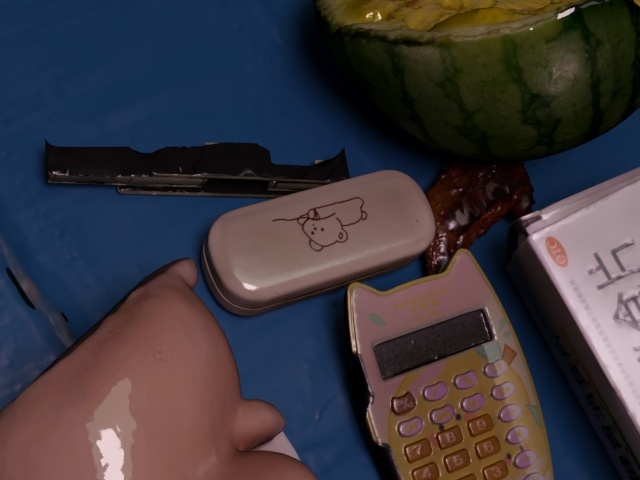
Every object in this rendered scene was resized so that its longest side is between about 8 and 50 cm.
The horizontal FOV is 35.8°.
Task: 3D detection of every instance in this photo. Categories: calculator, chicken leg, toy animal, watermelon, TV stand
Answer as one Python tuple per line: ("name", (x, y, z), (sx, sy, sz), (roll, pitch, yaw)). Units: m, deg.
("calculator", (0.103, 0.133, 0.797), (0.157, 0.033, 0.236), (-15, 83, -26))
("chicken leg", (0.131, -0.019, 0.888), (0.089, 0.048, 0.219), (43, 57, -1))
("toy animal", (-0.099, 0.166, 0.625), (0.256, 0.195, 0.213), (52, 32, 5))
("watermelon", (0.161, -0.167, 0.870), (0.331, 0.331, 0.189), (-30, 118, -32))
("TV stand", (-0.098, -0.059, 0.809), (0.249, 0.042, 0.036), (0, 68, -24))

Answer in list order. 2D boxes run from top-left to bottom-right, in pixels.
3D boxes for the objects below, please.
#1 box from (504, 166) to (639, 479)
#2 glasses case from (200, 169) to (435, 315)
("box", (0.305, 0.101, 0.817), (0.173, 0.145, 0.333), (-26, 77, -4))
("glasses case", (0.000, 0.000, 0.809), (0.196, 0.050, 0.083), (-18, 70, -23))
